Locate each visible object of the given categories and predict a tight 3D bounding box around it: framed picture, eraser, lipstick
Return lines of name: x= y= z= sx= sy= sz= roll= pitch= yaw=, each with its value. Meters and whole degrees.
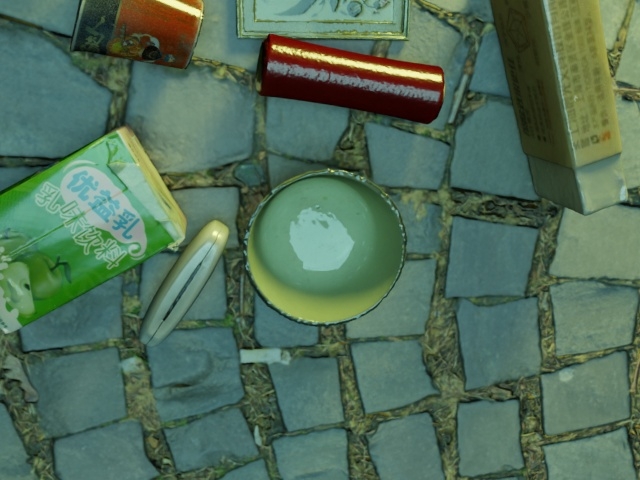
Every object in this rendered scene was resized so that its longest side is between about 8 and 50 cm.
framed picture: x=0.007 y=-0.343 z=0.899 sx=0.231 sy=0.010 sz=0.173 roll=-2 pitch=106 yaw=-8
eraser: x=0.307 y=-0.211 z=0.917 sx=0.078 sy=0.144 sz=0.343 roll=-20 pitch=109 yaw=-5
lipstick: x=0.039 y=-0.206 z=0.908 sx=0.241 sy=0.080 sz=0.080 roll=7 pitch=104 yaw=-12

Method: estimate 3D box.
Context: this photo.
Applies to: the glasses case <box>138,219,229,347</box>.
glasses case: x=-0.183 y=0.058 z=0.949 sx=0.049 sy=0.074 sz=0.193 roll=31 pitch=98 yaw=-13

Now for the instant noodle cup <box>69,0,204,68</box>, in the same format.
instant noodle cup: x=-0.215 y=-0.263 z=0.836 sx=0.135 sy=0.127 sz=0.127 roll=13 pitch=103 yaw=-22

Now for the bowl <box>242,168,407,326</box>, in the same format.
bowl: x=0.000 y=0.000 z=0.943 sx=0.211 sy=0.112 sz=0.212 roll=-2 pitch=105 yaw=-8

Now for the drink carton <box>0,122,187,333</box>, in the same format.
drink carton: x=-0.319 y=-0.012 z=0.890 sx=0.271 sy=0.108 sz=0.161 roll=-29 pitch=108 yaw=0
